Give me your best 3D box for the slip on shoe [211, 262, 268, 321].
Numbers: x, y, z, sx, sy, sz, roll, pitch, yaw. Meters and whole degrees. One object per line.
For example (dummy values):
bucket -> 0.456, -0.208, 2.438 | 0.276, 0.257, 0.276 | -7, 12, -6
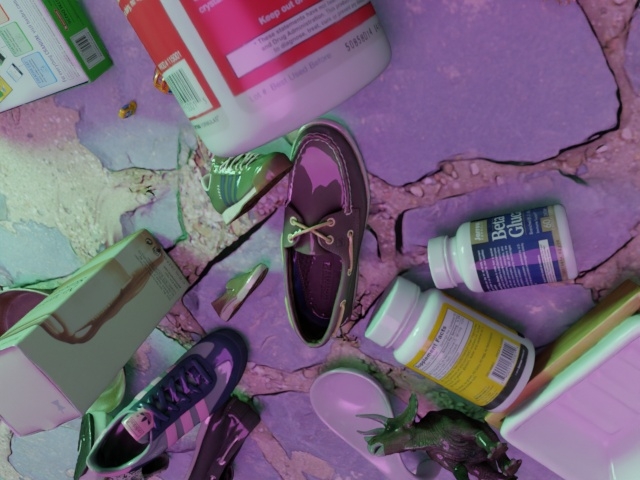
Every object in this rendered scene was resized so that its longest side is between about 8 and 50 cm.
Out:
slip on shoe -> -0.130, 0.076, 0.893 | 0.041, 0.051, 0.135 | 43, 129, 5

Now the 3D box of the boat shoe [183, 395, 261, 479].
boat shoe -> -0.195, 0.433, 1.077 | 0.096, 0.112, 0.335 | 23, 120, 9

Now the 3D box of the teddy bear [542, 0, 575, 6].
teddy bear -> 0.183, -0.363, 0.488 | 0.338, 0.113, 0.245 | 17, 139, -15

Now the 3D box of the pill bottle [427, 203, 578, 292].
pill bottle -> 0.227, 0.015, 0.716 | 0.169, 0.094, 0.094 | -12, 114, 23

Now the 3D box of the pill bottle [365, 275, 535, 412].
pill bottle -> 0.176, 0.140, 0.788 | 0.208, 0.119, 0.119 | 29, 123, 1

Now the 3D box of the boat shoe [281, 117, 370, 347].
boat shoe -> 0.000, 0.000, 0.776 | 0.117, 0.096, 0.324 | 9, 121, 13

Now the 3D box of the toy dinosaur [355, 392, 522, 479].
toy dinosaur -> 0.221, 0.310, 0.866 | 0.314, 0.160, 0.121 | 21, 102, -35

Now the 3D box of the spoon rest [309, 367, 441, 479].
spoon rest -> 0.095, 0.315, 0.935 | 0.137, 0.084, 0.276 | -37, 104, 31

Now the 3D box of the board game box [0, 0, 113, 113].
board game box -> -0.477, -0.292, 0.758 | 0.317, 0.064, 0.242 | -9, 124, 22

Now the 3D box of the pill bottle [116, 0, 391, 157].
pill bottle -> -0.113, -0.309, 0.558 | 0.229, 0.229, 0.407 | -20, 111, 26

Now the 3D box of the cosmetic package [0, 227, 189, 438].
cosmetic package -> -0.344, 0.124, 0.835 | 0.153, 0.296, 0.129 | -24, 110, 27

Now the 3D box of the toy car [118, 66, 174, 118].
toy car -> -0.226, -0.191, 0.771 | 0.060, 0.040, 0.122 | 44, 121, -10

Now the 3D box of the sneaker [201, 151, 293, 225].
sneaker -> -0.111, -0.087, 0.753 | 0.086, 0.064, 0.192 | 53, 148, -3

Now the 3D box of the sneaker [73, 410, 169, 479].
sneaker -> -0.409, 0.488, 1.162 | 0.182, 0.158, 0.410 | 7, 139, -20

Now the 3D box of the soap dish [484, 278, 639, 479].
soap dish -> 0.403, 0.205, 0.755 | 0.229, 0.118, 0.291 | 33, 123, -3

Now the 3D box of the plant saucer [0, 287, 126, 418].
plant saucer -> -0.502, 0.211, 1.083 | 0.311, 0.050, 0.310 | 8, 121, 13

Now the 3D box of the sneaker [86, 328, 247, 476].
sneaker -> -0.251, 0.277, 0.936 | 0.112, 0.131, 0.319 | 44, 96, 12
